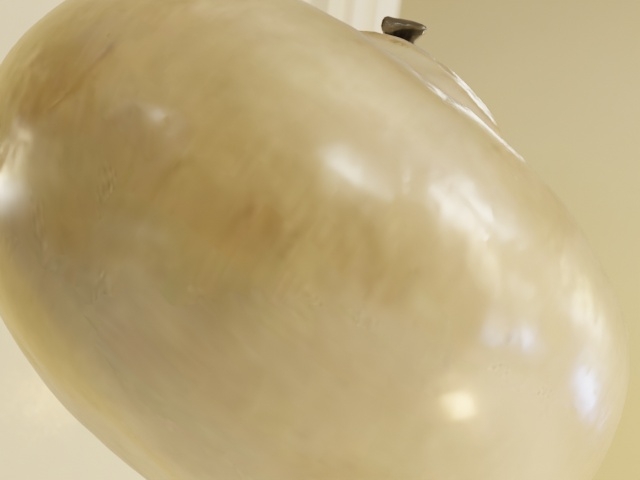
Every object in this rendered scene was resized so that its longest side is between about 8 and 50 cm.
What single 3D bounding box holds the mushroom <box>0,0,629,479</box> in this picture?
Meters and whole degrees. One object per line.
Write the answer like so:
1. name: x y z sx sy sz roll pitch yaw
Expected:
1. mushroom: 0.000 0.000 0.633 0.362 0.294 0.362 35 160 15
